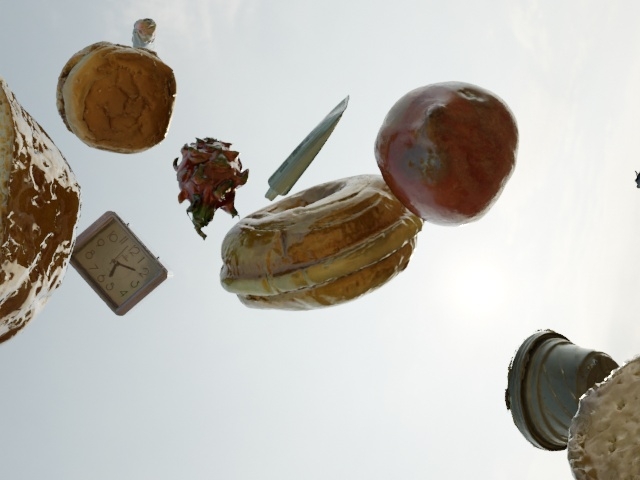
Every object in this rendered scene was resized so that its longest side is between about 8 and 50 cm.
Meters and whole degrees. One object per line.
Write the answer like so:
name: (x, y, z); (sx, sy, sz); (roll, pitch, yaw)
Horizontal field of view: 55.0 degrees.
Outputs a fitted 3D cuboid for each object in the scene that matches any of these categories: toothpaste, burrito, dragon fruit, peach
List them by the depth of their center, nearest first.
peach: (0.197, -0.145, 0.966); (0.256, 0.233, 0.232); (45, -123, -75)
toothpaste: (-0.022, -0.139, 0.967); (0.041, 0.218, 0.064); (36, -150, -13)
dragon fruit: (-0.216, -0.103, 1.211); (0.137, 0.135, 0.235); (4, -125, -28)
burrito: (-0.424, -0.480, 1.478); (0.064, 0.203, 0.064); (1, -93, -16)

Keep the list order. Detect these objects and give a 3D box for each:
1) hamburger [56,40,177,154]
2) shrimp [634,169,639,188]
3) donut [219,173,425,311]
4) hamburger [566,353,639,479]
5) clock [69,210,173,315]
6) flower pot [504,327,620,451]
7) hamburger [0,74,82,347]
hamburger: (-0.366, -0.255, 1.109); (0.214, 0.108, 0.213); (-23, -47, -27)
shrimp: (0.442, -0.009, 0.663); (0.058, 0.173, 0.253); (-45, -67, -15)
donut: (0.000, 0.000, 1.271); (0.449, 0.449, 0.198); (-31, -72, -42)
hamburger: (0.271, 0.131, 0.278); (0.174, 0.284, 0.304); (59, -158, -3)
clock: (-0.428, 0.048, 1.312); (0.145, 0.073, 0.193); (-42, -89, -4)
flower pot: (0.468, 0.277, 1.133); (0.236, 0.141, 0.235); (8, -105, -33)
hamburger: (-0.371, -0.027, 0.700); (0.209, 0.162, 0.329); (4, -89, -82)
